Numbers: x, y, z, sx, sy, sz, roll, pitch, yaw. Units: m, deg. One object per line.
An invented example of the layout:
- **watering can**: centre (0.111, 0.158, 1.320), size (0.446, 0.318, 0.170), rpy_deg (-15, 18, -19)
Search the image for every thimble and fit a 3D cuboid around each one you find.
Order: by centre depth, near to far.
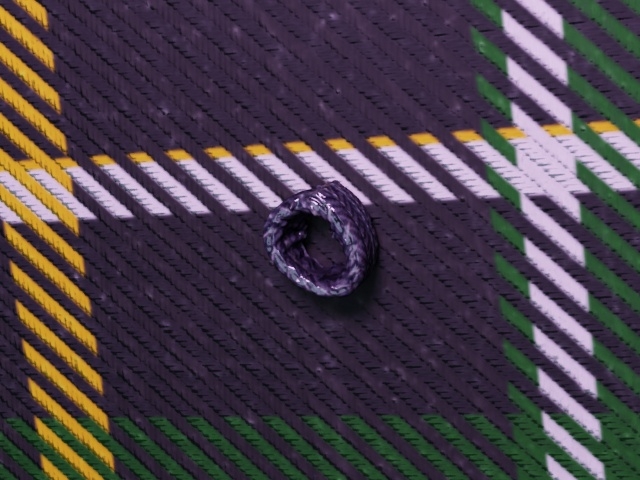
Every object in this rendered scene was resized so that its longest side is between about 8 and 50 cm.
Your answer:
- **thimble**: centre (0.000, 0.002, 1.659), size (0.095, 0.066, 0.104), rpy_deg (-16, 98, 20)
